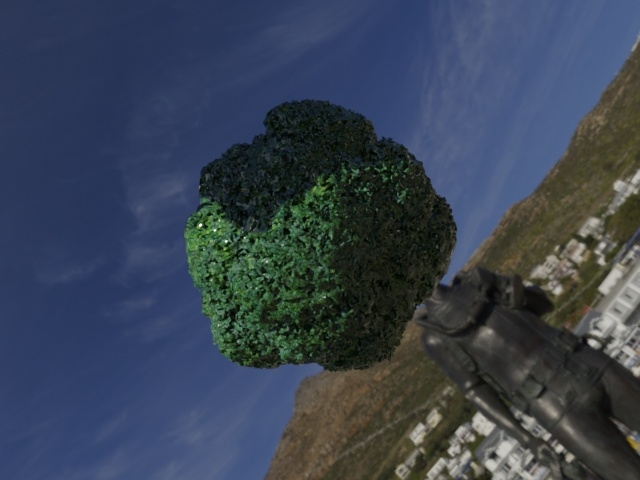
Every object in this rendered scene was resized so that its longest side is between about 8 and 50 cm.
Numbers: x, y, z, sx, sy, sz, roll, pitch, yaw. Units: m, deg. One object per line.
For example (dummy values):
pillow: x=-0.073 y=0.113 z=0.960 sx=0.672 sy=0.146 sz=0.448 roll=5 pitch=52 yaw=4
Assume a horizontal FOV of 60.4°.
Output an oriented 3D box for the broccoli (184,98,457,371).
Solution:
broccoli: x=0.000 y=0.000 z=0.624 sx=0.308 sy=0.308 sz=0.275 roll=-45 pitch=-5 yaw=-8
